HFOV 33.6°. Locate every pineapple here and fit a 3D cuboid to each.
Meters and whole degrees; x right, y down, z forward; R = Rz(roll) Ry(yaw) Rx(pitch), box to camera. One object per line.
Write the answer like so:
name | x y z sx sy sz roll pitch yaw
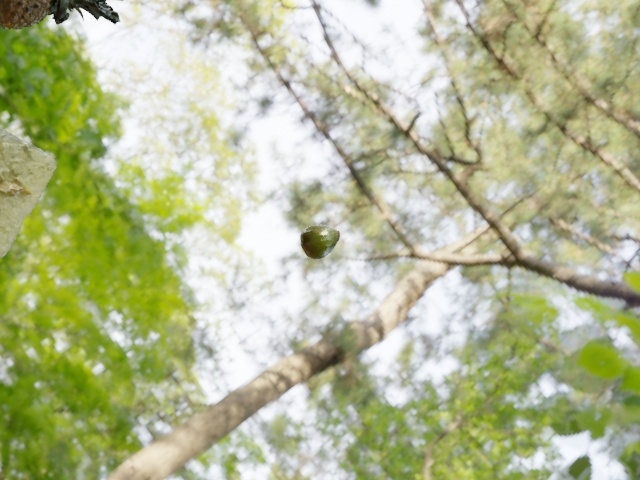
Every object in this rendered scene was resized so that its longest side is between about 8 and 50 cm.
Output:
pineapple | -0.544 -0.502 2.216 0.130 0.277 0.119 28 -57 40

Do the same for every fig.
fig | 0.000 0.000 2.233 0.088 0.074 0.074 -20 -74 11

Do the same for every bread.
bread | -0.733 -0.114 1.768 0.405 0.242 0.346 7 -19 36
